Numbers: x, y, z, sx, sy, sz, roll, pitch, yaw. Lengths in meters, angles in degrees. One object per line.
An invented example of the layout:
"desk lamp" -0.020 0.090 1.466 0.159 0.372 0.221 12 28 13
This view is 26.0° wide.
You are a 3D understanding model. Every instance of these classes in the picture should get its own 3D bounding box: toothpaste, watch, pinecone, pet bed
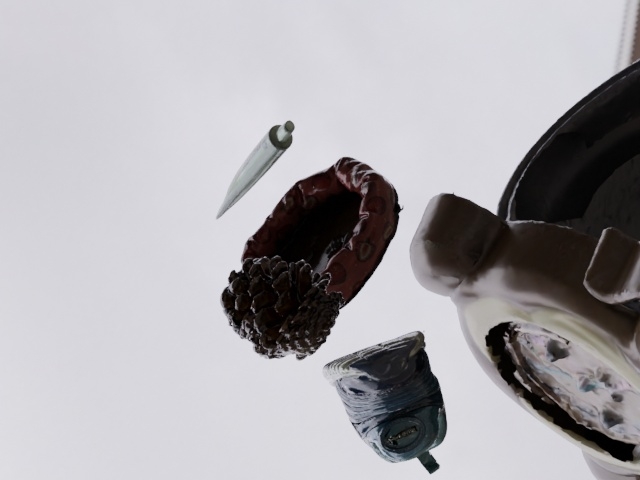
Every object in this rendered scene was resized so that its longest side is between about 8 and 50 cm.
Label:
"toothpaste" -0.074 -0.081 1.542 0.029 0.197 0.048 30 -125 -12
"watch" 0.292 -0.002 1.024 0.314 0.335 0.327 48 -111 -22
"pinecone" -0.027 0.044 0.956 0.083 0.077 0.077 39 -141 20
"pet bed" 0.000 0.000 1.430 0.053 0.201 0.201 41 -141 -33

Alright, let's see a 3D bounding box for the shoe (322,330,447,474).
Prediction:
"shoe" 0.043 0.096 0.816 0.064 0.143 0.071 -23 -112 -2
